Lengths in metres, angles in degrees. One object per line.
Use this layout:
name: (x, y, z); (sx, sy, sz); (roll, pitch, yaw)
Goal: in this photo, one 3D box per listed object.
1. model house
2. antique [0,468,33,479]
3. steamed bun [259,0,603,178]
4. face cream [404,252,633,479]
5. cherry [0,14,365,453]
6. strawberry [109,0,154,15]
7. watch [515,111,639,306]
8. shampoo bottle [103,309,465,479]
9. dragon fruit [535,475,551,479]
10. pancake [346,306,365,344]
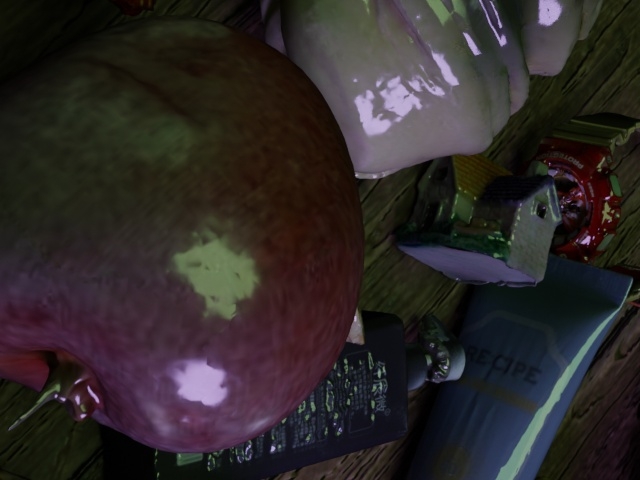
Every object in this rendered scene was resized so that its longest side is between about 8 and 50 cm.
model house: (0.129, -0.024, 1.151); (0.088, 0.100, 0.100); (29, 74, -36)
antique: (-0.162, 0.217, 0.911); (0.284, 0.125, 0.150); (39, 68, -36)
steamed bun: (0.088, -0.208, 1.034); (0.275, 0.206, 0.320); (-17, 109, -40)
face cream: (0.117, 0.186, 1.157); (0.086, 0.135, 0.385); (34, 78, -51)
cherry: (-0.096, -0.011, 0.868); (0.221, 0.261, 0.307); (104, 11, -51)
strawberry: (-0.120, -0.203, 0.887); (0.082, 0.188, 0.121); (16, 108, -4)
watch: (0.272, -0.023, 1.290); (0.268, 0.102, 0.165); (15, 91, -49)
shampoo bottle: (-0.011, 0.111, 1.063); (0.309, 0.071, 0.098); (-9, 99, -39)
dragon fruit: (0.180, 0.289, 1.205); (0.133, 0.208, 0.150); (4, 135, -28)
pancake: (0.000, 0.000, 1.019); (0.028, 0.158, 0.158); (-15, 107, -6)
